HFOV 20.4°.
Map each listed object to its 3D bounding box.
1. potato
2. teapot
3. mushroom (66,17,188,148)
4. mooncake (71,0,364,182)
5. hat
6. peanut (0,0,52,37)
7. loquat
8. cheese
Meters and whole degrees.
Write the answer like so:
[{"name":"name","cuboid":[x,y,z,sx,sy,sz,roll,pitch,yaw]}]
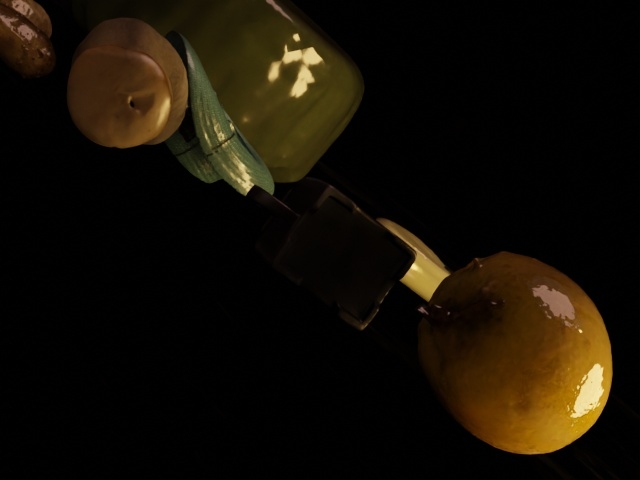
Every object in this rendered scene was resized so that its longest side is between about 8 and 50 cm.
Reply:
[{"name":"potato","cuboid":[-0.246,-0.161,1.416,0.083,0.040,0.051,40,0,-4]},{"name":"teapot","cuboid":[0.000,0.000,1.528,0.177,0.087,0.096,36,1,-35]},{"name":"mushroom","cuboid":[-0.161,-0.131,1.475,0.096,0.108,0.247,-2,4,-1]},{"name":"mooncake","cuboid":[-0.120,-0.227,2.098,0.356,0.194,0.356,41,8,-7]},{"name":"hat","cuboid":[-0.118,-0.105,1.692,0.191,0.078,0.138,58,2,-34]},{"name":"peanut","cuboid":[-0.267,-0.190,1.478,0.054,0.054,0.113,43,9,39]},{"name":"loquat","cuboid":[0.166,0.100,1.473,0.204,0.149,0.172,49,-7,-36]},{"name":"cheese","cuboid":[0.080,0.003,2.278,0.251,0.054,0.127,33,8,-46]}]
